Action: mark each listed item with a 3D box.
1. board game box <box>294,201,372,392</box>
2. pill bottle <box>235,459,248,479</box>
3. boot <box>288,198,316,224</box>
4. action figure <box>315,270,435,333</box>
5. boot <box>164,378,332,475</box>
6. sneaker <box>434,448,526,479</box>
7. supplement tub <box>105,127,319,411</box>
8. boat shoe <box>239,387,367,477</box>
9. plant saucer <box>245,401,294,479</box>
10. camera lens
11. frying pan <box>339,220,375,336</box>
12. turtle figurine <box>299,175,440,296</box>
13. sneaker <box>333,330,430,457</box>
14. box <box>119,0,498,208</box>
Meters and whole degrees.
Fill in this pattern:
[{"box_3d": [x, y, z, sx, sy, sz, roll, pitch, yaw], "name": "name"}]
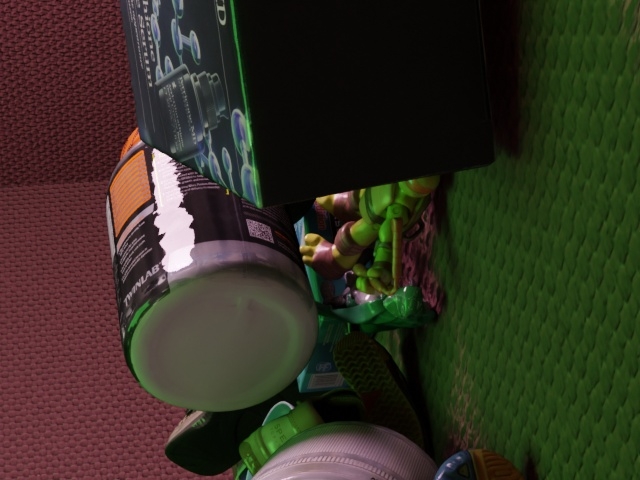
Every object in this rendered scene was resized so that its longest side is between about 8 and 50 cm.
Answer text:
[{"box_3d": [0.000, 0.000, 1.868, 0.254, 0.079, 0.336, 106, 158, -63], "name": "board game box"}, {"box_3d": [-0.053, 0.412, 2.145, 0.264, 0.153, 0.153, -110, 19, -60], "name": "pill bottle"}, {"box_3d": [-0.049, -0.152, 1.758, 0.178, 0.085, 0.236, -126, 44, -59], "name": "boot"}, {"box_3d": [0.061, 0.066, 1.490, 0.232, 0.137, 0.063, 174, 104, -72], "name": "action figure"}, {"box_3d": [-0.087, 0.184, 2.186, 0.377, 0.138, 0.284, -41, 23, 42], "name": "boot"}, {"box_3d": [0.128, 0.323, 1.158, 0.131, 0.112, 0.296, 120, 147, -78], "name": "sneaker"}, {"box_3d": [-0.129, 0.009, 1.550, 0.338, 0.207, 0.207, -106, 15, -50], "name": "supplement tub"}, {"box_3d": [0.022, 0.233, 1.611, 0.121, 0.110, 0.341, 50, -169, 13], "name": "boat shoe"}, {"box_3d": [-0.053, 0.377, 1.881, 0.317, 0.044, 0.317, -171, 90, -75], "name": "plant saucer"}, {"box_3d": [0.015, 0.298, 1.320, 0.274, 0.219, 0.219, -26, -67, -80], "name": "camera lens"}, {"box_3d": [0.050, -0.038, 1.631, 0.197, 0.053, 0.326, 110, 154, -67], "name": "frying pan"}, {"box_3d": [0.066, -0.051, 1.406, 0.217, 0.087, 0.269, -32, 48, 59], "name": "turtle figurine"}, {"box_3d": [0.080, 0.187, 1.552, 0.084, 0.069, 0.185, 31, -147, -61], "name": "sneaker"}, {"box_3d": [-0.036, -0.217, 1.231, 0.395, 0.212, 0.293, -152, 52, -66], "name": "box"}]
